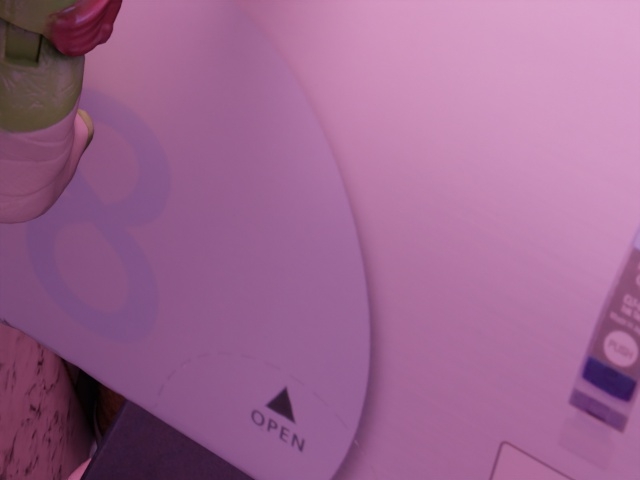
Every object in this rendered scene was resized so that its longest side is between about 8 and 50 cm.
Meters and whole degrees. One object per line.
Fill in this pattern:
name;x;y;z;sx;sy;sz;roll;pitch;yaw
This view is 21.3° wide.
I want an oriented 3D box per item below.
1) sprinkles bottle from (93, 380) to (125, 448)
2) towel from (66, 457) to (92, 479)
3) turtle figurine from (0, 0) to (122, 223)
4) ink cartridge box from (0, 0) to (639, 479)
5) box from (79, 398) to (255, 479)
sprinkles bottle;-0.096;0.032;1.114;0.355;0.121;0.121;93;8;-47
towel;-0.097;0.210;1.100;0.332;0.053;0.317;-42;150;-40
turtle figurine;-0.086;-0.152;0.448;0.275;0.197;0.266;58;-43;23
ink cartridge box;0.036;-0.081;0.502;0.091;0.308;0.385;-33;144;-45
box;0.028;0.278;0.933;0.480;0.297;0.472;-62;164;-9
